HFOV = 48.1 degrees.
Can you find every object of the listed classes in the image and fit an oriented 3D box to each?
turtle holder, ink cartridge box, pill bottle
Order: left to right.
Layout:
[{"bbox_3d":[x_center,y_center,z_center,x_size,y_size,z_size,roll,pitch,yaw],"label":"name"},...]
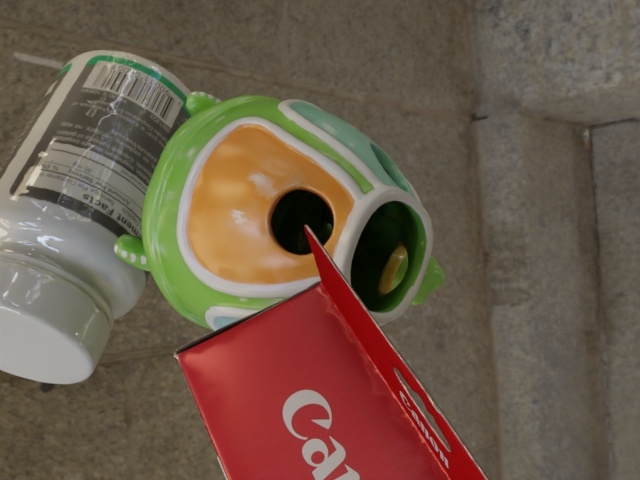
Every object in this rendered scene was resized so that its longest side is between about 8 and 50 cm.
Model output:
[{"bbox_3d":[-0.279,-0.034,0.838,0.204,0.204,0.361,45,45,-35],"label":"pill bottle"},{"bbox_3d":[-0.012,0.010,0.702,0.243,0.227,0.320,-53,139,-25],"label":"turtle holder"},{"bbox_3d":[0.024,0.188,0.470,0.130,0.309,0.272,-26,136,-11],"label":"ink cartridge box"}]
